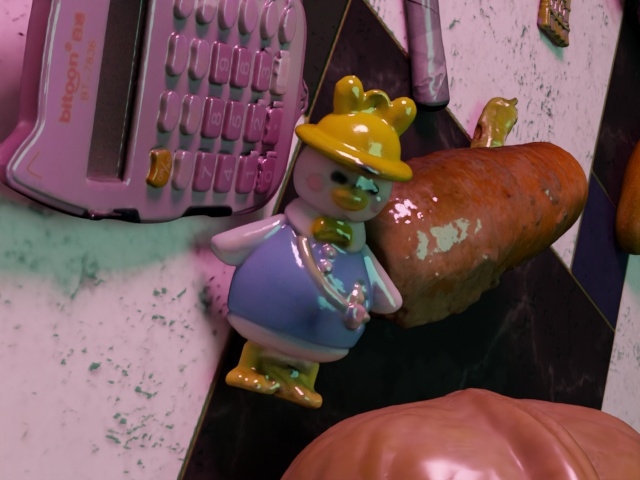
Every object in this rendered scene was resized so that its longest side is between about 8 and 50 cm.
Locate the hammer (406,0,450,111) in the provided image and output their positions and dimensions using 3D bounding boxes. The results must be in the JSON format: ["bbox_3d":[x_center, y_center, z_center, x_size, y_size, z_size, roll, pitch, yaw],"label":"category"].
[{"bbox_3d":[0.093,-0.336,1.077,0.152,0.044,0.426,-15,99,-52],"label":"hammer"}]

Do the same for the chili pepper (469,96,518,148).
[{"bbox_3d":[0.166,-0.063,1.154,0.049,0.043,0.208,94,10,-73],"label":"chili pepper"}]

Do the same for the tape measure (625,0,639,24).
[{"bbox_3d":[0.483,-0.386,1.528,0.245,0.149,0.231,-60,135,-28],"label":"tape measure"}]

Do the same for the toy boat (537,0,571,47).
[{"bbox_3d":[0.281,-0.291,1.345,0.063,0.016,0.115,28,65,-48],"label":"toy boat"}]

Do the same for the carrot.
[{"bbox_3d":[0.126,-0.022,0.998,0.302,0.139,0.138,-26,107,-48],"label":"carrot"}]

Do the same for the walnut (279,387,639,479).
[{"bbox_3d":[0.115,0.291,0.820,0.381,0.381,0.381,7,81,-53],"label":"walnut"}]

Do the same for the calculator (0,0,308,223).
[{"bbox_3d":[-0.100,-0.108,0.771,0.294,0.043,0.194,0,100,-56],"label":"calculator"}]

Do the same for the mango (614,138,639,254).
[{"bbox_3d":[0.450,-0.074,1.492,0.227,0.099,0.136,-49,132,-33],"label":"mango"}]

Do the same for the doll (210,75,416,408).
[{"bbox_3d":[0.000,0.000,0.832,0.241,0.135,0.099,-70,165,7],"label":"doll"}]
